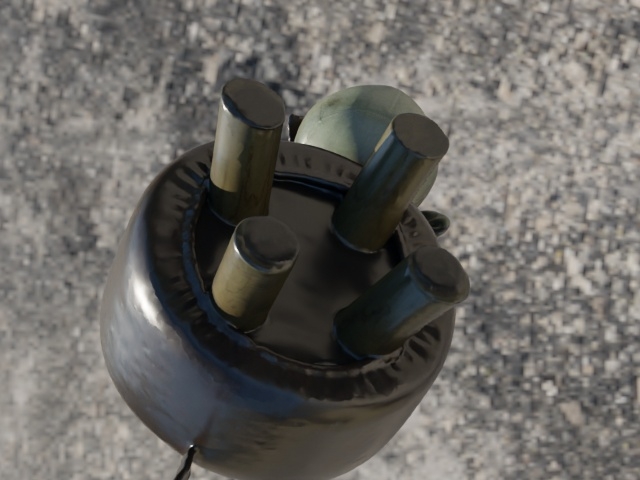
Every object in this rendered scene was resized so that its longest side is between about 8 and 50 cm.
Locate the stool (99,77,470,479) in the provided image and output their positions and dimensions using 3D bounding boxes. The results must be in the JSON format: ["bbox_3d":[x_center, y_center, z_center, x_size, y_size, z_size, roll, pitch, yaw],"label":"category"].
[{"bbox_3d":[0.000,0.000,0.537,0.125,0.217,0.121,31,133,4],"label":"stool"}]
